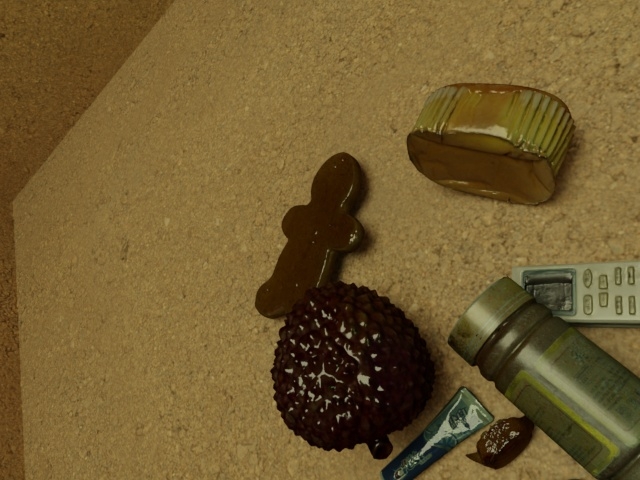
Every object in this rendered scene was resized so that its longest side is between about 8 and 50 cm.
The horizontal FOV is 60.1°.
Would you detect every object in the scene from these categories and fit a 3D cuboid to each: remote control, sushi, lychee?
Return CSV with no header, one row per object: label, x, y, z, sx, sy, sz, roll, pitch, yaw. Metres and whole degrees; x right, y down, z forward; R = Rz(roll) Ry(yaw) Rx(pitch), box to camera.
remote control,0.453,0.088,0.900,0.278,0.056,0.102,-5,70,38
sushi,0.303,0.339,0.933,0.120,0.052,0.055,-54,31,14
lychee,0.056,0.233,1.013,0.306,0.306,0.330,-29,69,29

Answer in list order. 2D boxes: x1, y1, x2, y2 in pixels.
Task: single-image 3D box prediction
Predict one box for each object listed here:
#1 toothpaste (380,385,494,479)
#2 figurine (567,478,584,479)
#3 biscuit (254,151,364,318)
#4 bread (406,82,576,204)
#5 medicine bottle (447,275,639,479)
toothpaste,0.196,0.382,1.016,0.268,0.047,0.069,-47,38,12
figurine,0.400,0.436,0.754,0.262,0.154,0.179,5,66,45
biscuit,0.001,0.000,1.302,0.283,0.064,0.431,13,81,51
bread,0.320,-0.193,1.038,0.288,0.204,0.156,13,65,39
medicine bottle,0.363,0.211,0.834,0.322,0.151,0.151,43,103,29
